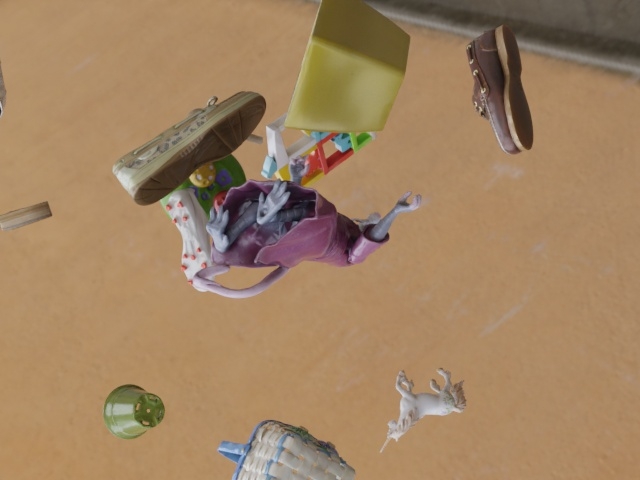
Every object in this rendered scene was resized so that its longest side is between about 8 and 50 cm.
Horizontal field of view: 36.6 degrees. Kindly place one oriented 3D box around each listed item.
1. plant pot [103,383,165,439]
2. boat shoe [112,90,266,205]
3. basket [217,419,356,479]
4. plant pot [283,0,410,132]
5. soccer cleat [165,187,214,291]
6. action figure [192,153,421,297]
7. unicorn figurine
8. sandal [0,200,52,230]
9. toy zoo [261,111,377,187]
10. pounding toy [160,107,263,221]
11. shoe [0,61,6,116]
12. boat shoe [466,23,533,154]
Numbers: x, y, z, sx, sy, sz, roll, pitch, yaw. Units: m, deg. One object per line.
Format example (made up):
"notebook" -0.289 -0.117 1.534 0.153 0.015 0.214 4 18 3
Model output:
"plant pot" -0.271 0.256 1.444 0.083 0.083 0.079 54 148 -14
"boat shoe" -0.221 -0.176 1.644 0.089 0.285 0.104 47 164 25
"basket" -0.070 0.507 2.080 0.254 0.201 0.289 34 154 -20
"plant pot" 0.058 -0.325 1.843 0.187 0.212 0.212 17 133 -5
"soccer cleat" -0.228 -0.003 1.784 0.068 0.076 0.196 -5 109 27
"action figure" 0.000 0.000 1.681 0.248 0.276 0.370 20 -177 37
"unicorn figurine" 0.162 0.267 1.583 0.060 0.161 0.111 70 -172 -46
"sandal" -0.501 -0.034 1.341 0.088 0.240 0.079 -172 64 -79
"toy zoo" -0.009 -0.218 2.051 0.030 0.293 0.192 36 155 38
"pounding toy" -0.208 -0.128 1.892 0.183 0.237 0.110 21 174 -23
"shoe" -0.633 -0.327 1.808 0.058 0.076 0.219 -112 11 -49
"boat shoe" 0.249 -0.205 1.358 0.073 0.073 0.207 34 -135 -45
